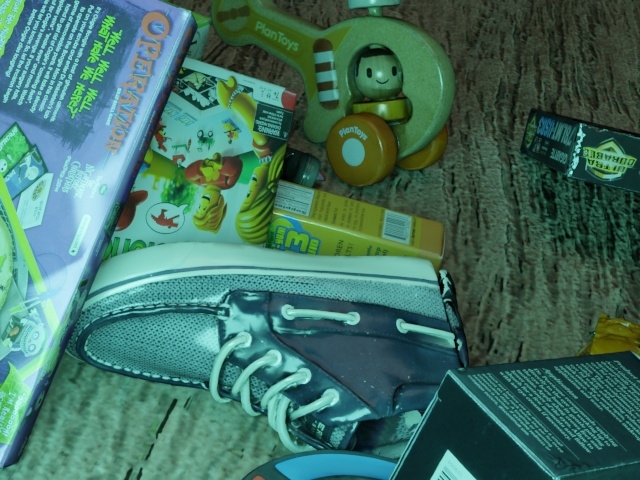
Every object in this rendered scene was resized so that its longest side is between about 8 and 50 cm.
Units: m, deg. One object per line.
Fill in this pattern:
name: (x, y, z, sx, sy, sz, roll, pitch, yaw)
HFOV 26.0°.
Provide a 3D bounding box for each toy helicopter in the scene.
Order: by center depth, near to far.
toy helicopter: (0.009, -0.233, 1.633, 0.355, 0.235, 0.140, 31, 30, 29)

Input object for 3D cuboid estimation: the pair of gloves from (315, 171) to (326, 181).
pair of gloves: (-0.096, -0.081, 1.515, 0.198, 0.023, 0.159, 26, 26, 18)

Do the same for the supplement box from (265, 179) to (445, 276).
supplement box: (0.000, 0.000, 1.347, 0.233, 0.078, 0.080, 16, 29, 1)

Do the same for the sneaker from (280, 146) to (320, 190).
sneaker: (-0.063, -0.085, 1.431, 0.089, 0.051, 0.170, 23, 3, -18)

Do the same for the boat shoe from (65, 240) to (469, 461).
boat shoe: (-0.037, 0.097, 1.093, 0.340, 0.127, 0.158, -2, 46, -14)

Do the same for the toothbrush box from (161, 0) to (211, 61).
toothbrush box: (-0.234, -0.104, 1.272, 0.122, 0.206, 0.283, 24, 26, 16)

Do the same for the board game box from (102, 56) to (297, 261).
board game box: (-0.145, -0.062, 1.159, 0.053, 0.193, 0.305, 13, 2, 36)

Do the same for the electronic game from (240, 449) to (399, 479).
electronic game: (0.041, 0.221, 0.963, 0.229, 0.048, 0.229, 13, 27, -7)

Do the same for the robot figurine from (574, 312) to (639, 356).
robot figurine: (0.293, 0.153, 1.177, 0.211, 0.085, 0.291, 8, 23, 14)

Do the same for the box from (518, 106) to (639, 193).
box: (0.412, -0.089, 1.674, 0.293, 0.073, 0.295, 12, 7, -5)

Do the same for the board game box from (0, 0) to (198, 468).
board game box: (-0.248, -0.038, 0.989, 0.208, 0.347, 0.056, 22, -4, 8)

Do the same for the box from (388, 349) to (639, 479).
box: (0.153, 0.169, 0.929, 0.207, 0.153, 0.108, 0, 34, -44)
